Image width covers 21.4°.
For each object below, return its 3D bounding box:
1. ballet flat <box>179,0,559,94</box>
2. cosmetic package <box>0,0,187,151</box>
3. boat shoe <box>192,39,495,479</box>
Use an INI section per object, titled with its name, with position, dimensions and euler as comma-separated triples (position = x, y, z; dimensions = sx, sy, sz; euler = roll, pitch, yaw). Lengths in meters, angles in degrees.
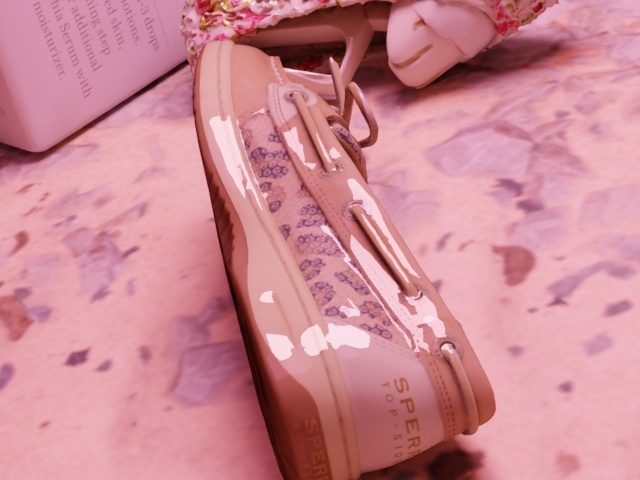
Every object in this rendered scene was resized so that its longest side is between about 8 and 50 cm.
[ballet flat]
position = 0.029, -0.120, 0.966
dimensions = 0.241, 0.091, 0.077
euler = -5, 64, 25
[cosmetic package]
position = -0.093, -0.274, 1.102
dimensions = 0.453, 0.230, 0.161
euler = -37, 36, -31
[boat shoe]
position = 0.000, 0.000, 0.766
dimensions = 0.089, 0.104, 0.285
euler = -13, 42, -4
